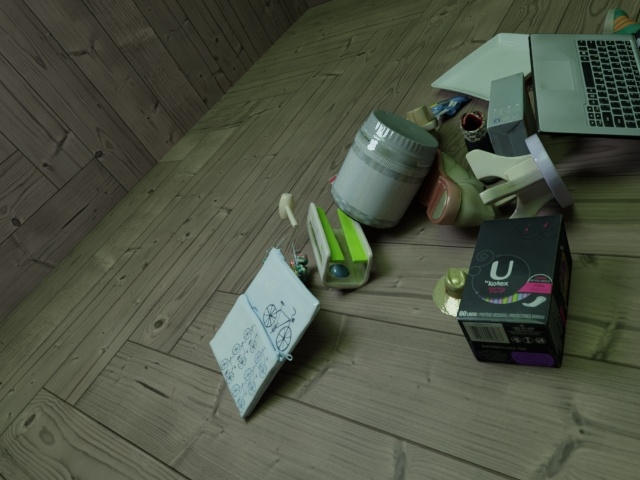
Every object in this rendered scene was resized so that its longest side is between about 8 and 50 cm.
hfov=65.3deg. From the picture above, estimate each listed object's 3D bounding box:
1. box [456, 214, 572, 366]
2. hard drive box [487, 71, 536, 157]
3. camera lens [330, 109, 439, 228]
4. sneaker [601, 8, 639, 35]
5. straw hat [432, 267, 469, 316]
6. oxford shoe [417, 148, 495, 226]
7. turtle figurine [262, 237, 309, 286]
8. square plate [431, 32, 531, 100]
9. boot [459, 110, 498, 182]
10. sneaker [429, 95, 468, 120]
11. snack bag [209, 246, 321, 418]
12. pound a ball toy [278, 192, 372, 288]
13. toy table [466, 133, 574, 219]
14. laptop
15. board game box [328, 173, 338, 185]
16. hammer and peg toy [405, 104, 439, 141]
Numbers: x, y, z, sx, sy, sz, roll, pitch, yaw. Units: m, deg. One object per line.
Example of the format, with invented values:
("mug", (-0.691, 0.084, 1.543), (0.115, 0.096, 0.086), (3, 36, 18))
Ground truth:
("box", (0.393, 0.093, 0.992), (0.165, 0.143, 0.270), (-4, 44, 35))
("hard drive box", (0.519, -0.307, 1.341), (0.089, 0.181, 0.232), (-10, 42, 30))
("camera lens", (0.170, -0.187, 1.368), (0.219, 0.219, 0.274), (-105, 36, -54))
("sneaker", (0.894, -0.596, 1.471), (0.121, 0.108, 0.302), (13, 47, 23))
("straw hat", (0.310, 0.096, 1.128), (0.144, 0.061, 0.145), (-22, 37, 17))
("oxford shoe", (0.357, -0.136, 1.346), (0.146, 0.141, 0.397), (14, 31, -5))
("turtle figurine", (-0.087, 0.105, 1.391), (0.175, 0.118, 0.234), (-9, 55, 49))
("square plate", (0.616, -0.596, 1.726), (0.347, 0.049, 0.344), (-38, 35, -6))
("boot", (0.445, -0.294, 1.384), (0.085, 0.179, 0.236), (-15, 40, 25))
("sneaker", (0.441, -0.452, 1.697), (0.144, 0.059, 0.053), (-22, 6, -13))
("snack bag", (-0.152, 0.216, 1.273), (0.343, 0.037, 0.323), (-56, 34, 8))
("pound a ball toy", (0.000, 0.000, 1.399), (0.208, 0.136, 0.319), (1, 33, -13))
("toy table", (0.462, -0.124, 1.141), (0.160, 0.274, 0.252), (-29, 67, 25))
("laptop", (0.702, -0.434, 1.089), (0.407, 0.236, 0.382), (5, 54, 11))
("board game box", (0.115, -0.166, 1.629), (0.124, 0.039, 0.259), (-31, 37, 5))
("hammer and peg toy", (0.251, -0.329, 1.609), (0.265, 0.127, 0.361), (-22, 10, 17))
